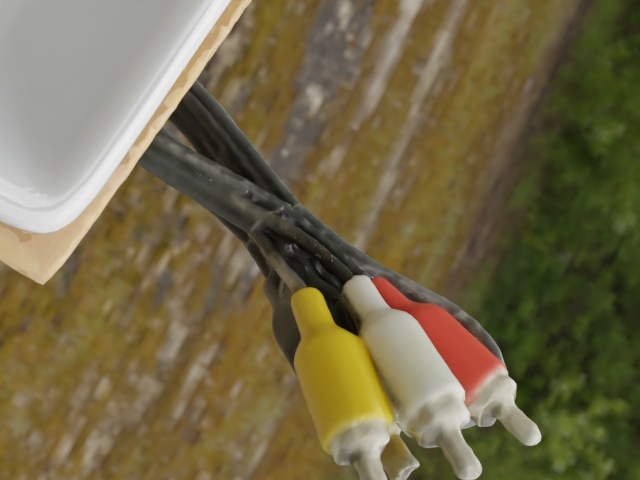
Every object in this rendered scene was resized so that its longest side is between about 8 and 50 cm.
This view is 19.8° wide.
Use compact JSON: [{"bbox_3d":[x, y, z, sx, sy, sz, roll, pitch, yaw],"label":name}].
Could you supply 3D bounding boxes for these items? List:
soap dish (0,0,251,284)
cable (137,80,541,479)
[{"bbox_3d":[-0.144,-0.157,0.577,0.229,0.291,0.118,-55,-157,1],"label":"soap dish"},{"bbox_3d":[0.000,0.000,0.872,0.139,0.287,0.072,-13,152,-42],"label":"cable"}]
